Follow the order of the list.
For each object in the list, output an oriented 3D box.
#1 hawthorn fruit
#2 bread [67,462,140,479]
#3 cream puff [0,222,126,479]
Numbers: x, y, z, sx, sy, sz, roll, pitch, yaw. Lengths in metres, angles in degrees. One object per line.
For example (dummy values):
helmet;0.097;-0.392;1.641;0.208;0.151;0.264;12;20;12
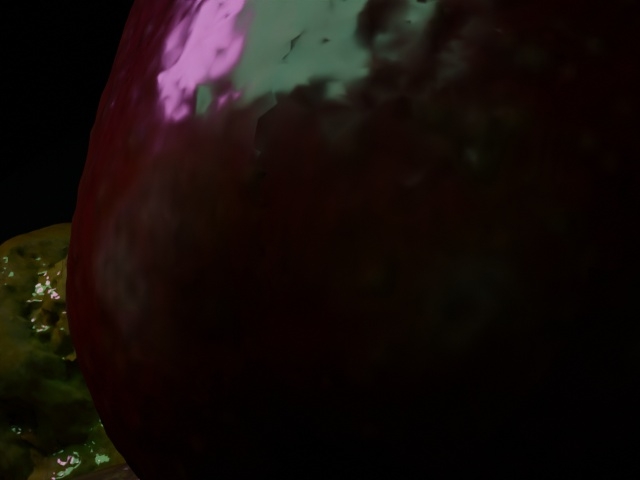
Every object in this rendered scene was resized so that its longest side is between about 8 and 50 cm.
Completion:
hawthorn fruit;0.048;0.012;0.609;0.284;0.285;0.369;-23;36;36
bread;-0.092;0.154;0.704;0.213;0.105;0.213;-30;9;5
cream puff;-0.115;0.073;0.920;0.221;0.195;0.195;-29;12;26
